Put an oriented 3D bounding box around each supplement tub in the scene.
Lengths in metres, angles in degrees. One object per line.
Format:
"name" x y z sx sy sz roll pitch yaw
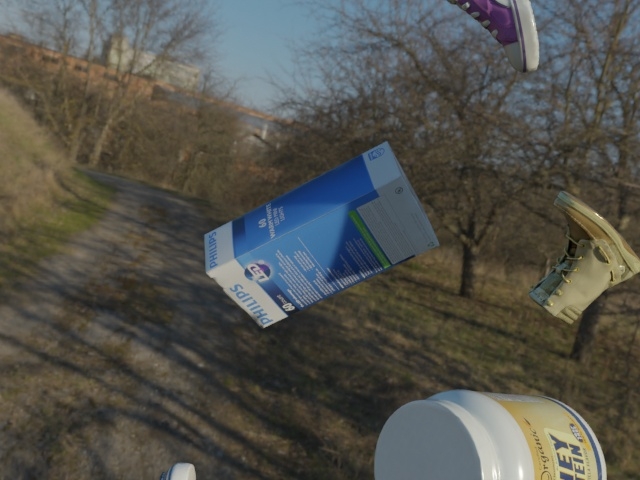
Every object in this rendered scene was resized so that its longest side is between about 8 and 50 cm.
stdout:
"supplement tub" 0.258 0.345 0.965 0.316 0.228 0.228 14 5 -39

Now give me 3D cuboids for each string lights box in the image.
"string lights box" 0.000 0.000 0.796 0.133 0.259 0.077 54 16 -41

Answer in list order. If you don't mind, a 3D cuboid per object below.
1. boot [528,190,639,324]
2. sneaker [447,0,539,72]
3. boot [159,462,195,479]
"boot" 0.483 0.042 1.240 0.262 0.203 0.095 37 17 -31
"sneaker" 0.233 -0.377 0.996 0.161 0.282 0.102 -20 1 16
"boot" -0.164 0.268 0.591 0.086 0.190 0.069 8 39 -5
